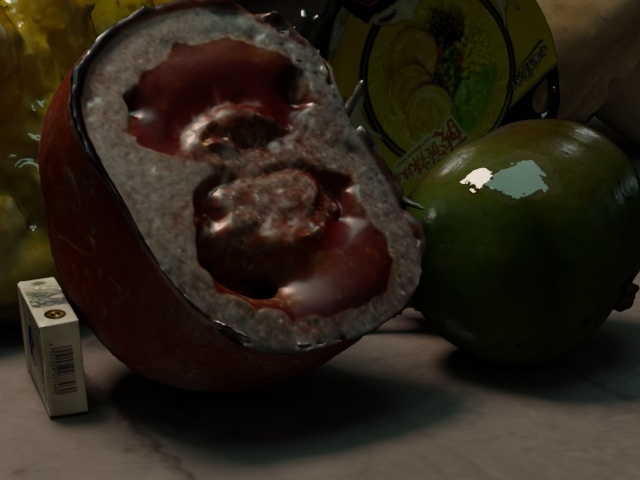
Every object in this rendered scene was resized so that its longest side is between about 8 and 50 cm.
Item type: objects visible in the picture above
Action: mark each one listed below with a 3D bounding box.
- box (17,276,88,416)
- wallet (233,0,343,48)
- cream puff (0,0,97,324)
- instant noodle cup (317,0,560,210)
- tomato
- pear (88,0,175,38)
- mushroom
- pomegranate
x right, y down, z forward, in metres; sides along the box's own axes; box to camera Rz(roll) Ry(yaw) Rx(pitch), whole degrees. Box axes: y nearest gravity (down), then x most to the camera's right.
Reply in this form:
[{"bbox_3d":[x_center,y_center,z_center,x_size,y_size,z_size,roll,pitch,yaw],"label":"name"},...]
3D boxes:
[{"bbox_3d":[-0.147,0.058,0.956,0.024,0.054,0.083,-10,18,-15],"label":"box"},{"bbox_3d":[-0.039,-0.164,1.247,0.041,0.323,0.247,27,-8,-21],"label":"wallet"},{"bbox_3d":[-0.239,-0.090,1.130,0.324,0.257,0.291,1,19,14],"label":"cream puff"},{"bbox_3d":[0.031,-0.120,1.336,0.215,0.216,0.236,-11,11,-31],"label":"instant noodle cup"},{"bbox_3d":[-0.065,-0.010,0.961,0.180,0.214,0.155,-13,-19,-36],"label":"tomato"},{"bbox_3d":[-0.225,-0.230,1.731,0.200,0.200,0.200,-1,16,0],"label":"pear"},{"bbox_3d":[0.231,-0.171,1.471,0.234,0.260,0.254,38,13,4],"label":"mushroom"},{"bbox_3d":[0.095,0.007,1.014,0.191,0.131,0.152,-18,9,37],"label":"pomegranate"}]
